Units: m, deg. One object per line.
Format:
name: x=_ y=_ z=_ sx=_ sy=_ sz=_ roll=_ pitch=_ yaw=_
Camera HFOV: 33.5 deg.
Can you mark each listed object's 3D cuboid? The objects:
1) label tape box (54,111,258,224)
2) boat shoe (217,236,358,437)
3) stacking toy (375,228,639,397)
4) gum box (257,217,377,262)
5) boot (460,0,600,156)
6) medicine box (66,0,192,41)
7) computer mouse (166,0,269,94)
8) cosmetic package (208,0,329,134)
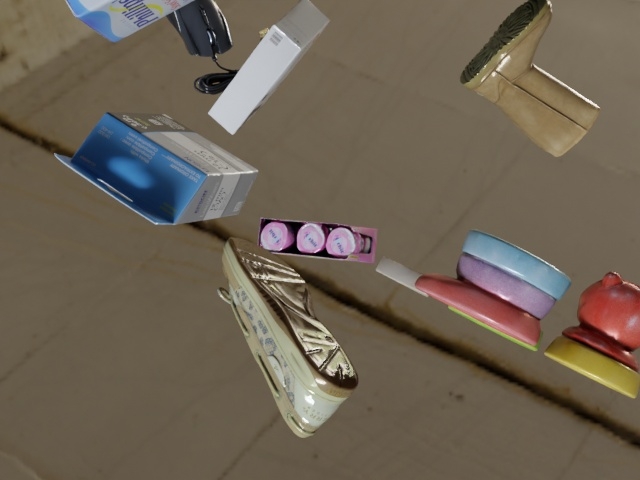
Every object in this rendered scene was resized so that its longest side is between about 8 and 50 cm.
label tape box: x=-0.305 y=-0.144 z=2.043 sx=0.249 sy=0.115 sz=0.347 roll=32 pitch=-167 yaw=15
boat shoe: x=-0.057 y=0.101 z=1.239 sx=0.104 sy=0.089 sz=0.285 roll=18 pitch=-155 yaw=-36
stacking toy: x=0.248 y=0.055 z=1.319 sx=0.279 sy=0.309 sz=0.130 roll=25 pitch=-93 yaw=57
gum box: x=0.000 y=0.000 z=1.842 sx=0.188 sy=0.062 sz=0.107 roll=5 pitch=180 yaw=28
boot: x=0.437 y=-0.314 z=2.047 sx=0.236 sy=0.269 sz=0.089 roll=-45 pitch=-153 yaw=31
medicine box: x=-0.298 y=-0.491 z=1.841 sx=0.289 sy=0.149 sz=0.263 roll=-28 pitch=180 yaw=3
computer mouse: x=-0.184 y=-0.406 z=2.014 sx=0.184 sy=0.060 sz=0.262 roll=-14 pitch=-112 yaw=-23
cosmetic package: x=-0.083 y=-0.271 z=1.674 sx=0.060 sy=0.239 sz=0.099 roll=40 pitch=-131 yaw=-6
